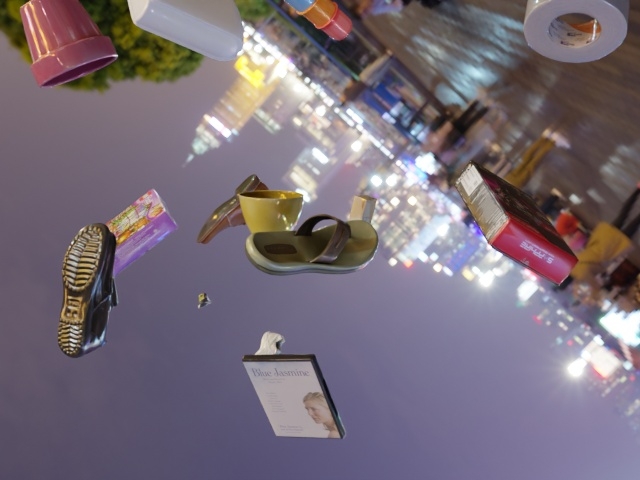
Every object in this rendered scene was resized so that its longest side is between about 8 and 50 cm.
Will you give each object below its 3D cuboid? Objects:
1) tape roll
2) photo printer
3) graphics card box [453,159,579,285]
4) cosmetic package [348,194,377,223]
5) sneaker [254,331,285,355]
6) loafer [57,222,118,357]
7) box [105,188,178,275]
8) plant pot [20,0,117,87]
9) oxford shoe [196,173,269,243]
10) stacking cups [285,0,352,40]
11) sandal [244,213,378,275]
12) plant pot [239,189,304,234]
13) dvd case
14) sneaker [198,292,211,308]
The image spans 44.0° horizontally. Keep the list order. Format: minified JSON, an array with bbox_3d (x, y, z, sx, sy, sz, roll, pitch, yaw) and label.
[{"bbox_3d":[0.564,-0.490,1.749,0.219,0.072,0.219,12,156,6],"label":"tape roll"},{"bbox_3d":[-0.332,-0.590,1.987,0.308,0.107,0.256,16,-136,-40],"label":"photo printer"},{"bbox_3d":[0.497,-0.055,2.054,0.233,0.094,0.371,28,-159,-18],"label":"graphics card box"},{"bbox_3d":[0.109,-0.062,2.128,0.041,0.115,0.060,23,-162,30],"label":"cosmetic package"},{"bbox_3d":[-0.149,0.326,2.247,0.061,0.152,0.053,3,145,28],"label":"sneaker"},{"bbox_3d":[-0.372,0.079,1.290,0.080,0.220,0.078,15,-177,28],"label":"loafer"},{"bbox_3d":[-0.474,-0.026,2.010,0.057,0.201,0.293,54,174,-22],"label":"box"},{"bbox_3d":[-0.608,-0.480,1.868,0.201,0.201,0.180,-87,-26,-80],"label":"plant pot"},{"bbox_3d":[-0.198,-0.054,1.807,0.076,0.212,0.076,42,-162,-26],"label":"oxford shoe"},{"bbox_3d":[-0.051,-0.585,1.850,0.316,0.096,0.096,30,-166,-39],"label":"stacking cups"},{"bbox_3d":[0.000,0.001,1.491,0.303,0.086,0.120,-8,-135,-41],"label":"sandal"},{"bbox_3d":[-0.101,-0.048,1.632,0.134,0.095,0.134,1,-170,0],"label":"plant pot"},{"bbox_3d":[-0.059,0.361,1.822,0.022,0.180,0.253,-61,-41,-50],"label":"dvd case"},{"bbox_3d":[-0.311,0.157,2.088,0.083,0.031,0.035,123,122,-87],"label":"sneaker"}]
